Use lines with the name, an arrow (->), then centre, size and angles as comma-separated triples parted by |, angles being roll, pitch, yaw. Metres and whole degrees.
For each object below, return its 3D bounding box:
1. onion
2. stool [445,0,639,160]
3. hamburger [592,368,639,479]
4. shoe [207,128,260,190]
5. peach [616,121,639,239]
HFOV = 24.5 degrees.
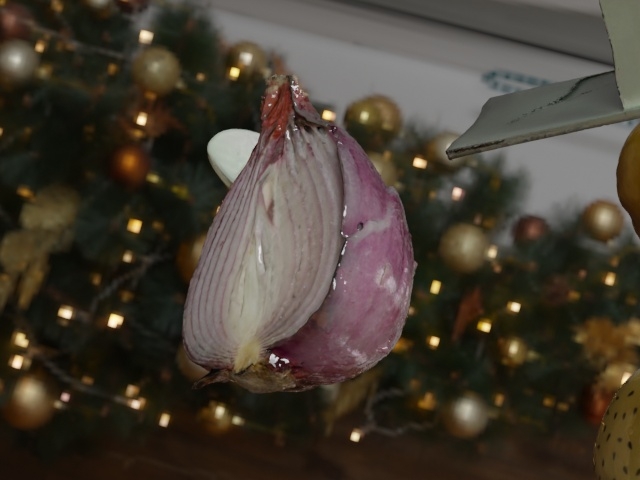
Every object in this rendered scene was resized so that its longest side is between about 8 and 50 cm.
onion -> 0.000, 0.000, 1.515 | 0.159, 0.267, 0.349 | 28, 60, -36
stool -> 0.221, -0.236, 1.342 | 0.170, 0.269, 0.244 | -45, 118, -57
hamburger -> 0.280, 0.163, 1.101 | 0.175, 0.137, 0.175 | -44, -147, 38
shoe -> -0.040, -0.037, 1.897 | 0.095, 0.265, 0.110 | -44, 157, -29
peach -> 0.519, -0.085, 1.989 | 0.153, 0.251, 0.251 | 24, -80, 59
